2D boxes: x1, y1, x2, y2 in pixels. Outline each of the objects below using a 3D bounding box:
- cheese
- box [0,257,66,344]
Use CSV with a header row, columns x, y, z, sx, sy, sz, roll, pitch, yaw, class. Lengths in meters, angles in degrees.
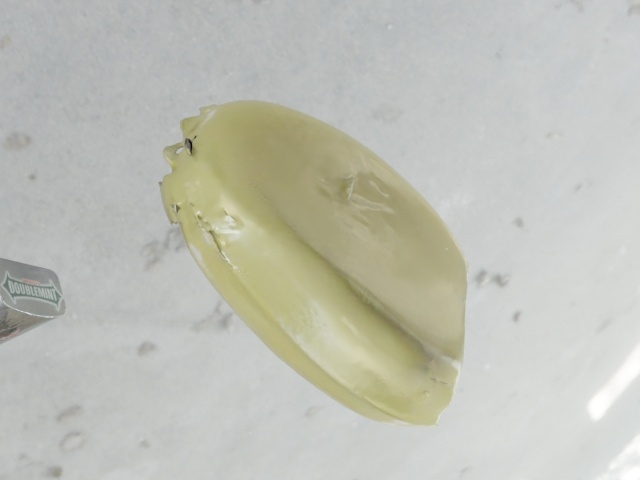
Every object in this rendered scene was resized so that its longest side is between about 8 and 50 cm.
x,y,z,sx,sy,sz,roll,pitch,yaw,class
0.000,0.000,0.797,0.315,0.260,0.128,37,120,-13,cheese
-0.420,0.096,1.049,0.224,0.069,0.120,-23,162,15,box
